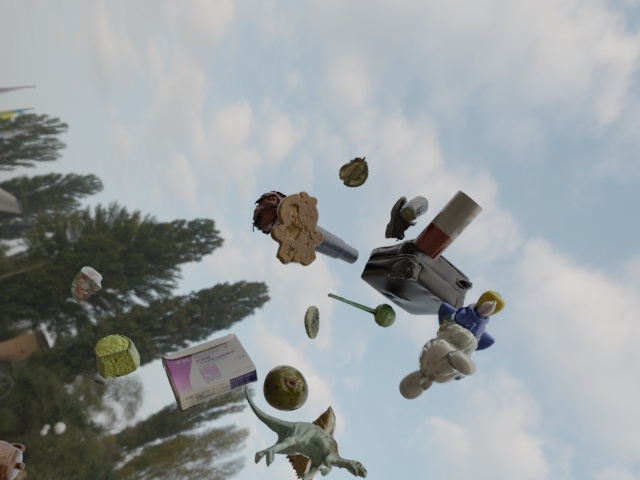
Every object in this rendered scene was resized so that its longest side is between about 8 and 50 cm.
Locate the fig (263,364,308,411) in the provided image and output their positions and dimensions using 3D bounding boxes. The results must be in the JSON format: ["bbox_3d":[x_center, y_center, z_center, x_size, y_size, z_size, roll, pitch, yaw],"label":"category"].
[{"bbox_3d":[-0.127,0.475,1.508,0.186,0.142,0.148,-45,-137,35],"label":"fig"}]

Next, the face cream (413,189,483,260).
[{"bbox_3d":[0.394,-0.045,1.478,0.214,0.096,0.096,-50,-121,9],"label":"face cream"}]

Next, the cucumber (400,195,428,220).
[{"bbox_3d":[0.296,-0.100,1.486,0.064,0.112,0.064,14,-64,29],"label":"cucumber"}]

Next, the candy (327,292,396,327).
[{"bbox_3d":[0.163,0.263,1.871,0.093,0.336,0.092,-62,-151,11],"label":"candy"}]

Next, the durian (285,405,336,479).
[{"bbox_3d":[-0.041,0.768,1.723,0.186,0.195,0.305,21,-67,2],"label":"durian"}]

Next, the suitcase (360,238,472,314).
[{"bbox_3d":[0.363,0.158,1.847,0.345,0.188,0.339,35,-26,-23],"label":"suitcase"}]

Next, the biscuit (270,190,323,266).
[{"bbox_3d":[-0.075,-0.041,1.541,0.035,0.184,0.248,-15,-108,61],"label":"biscuit"}]

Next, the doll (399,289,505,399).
[{"bbox_3d":[0.420,0.327,1.466,0.187,0.365,0.376,51,-30,-8],"label":"doll"}]

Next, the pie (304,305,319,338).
[{"bbox_3d":[-0.018,0.202,1.173,0.021,0.084,0.084,-4,-76,22],"label":"pie"}]

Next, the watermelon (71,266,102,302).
[{"bbox_3d":[-0.504,0.094,1.050,0.061,0.085,0.085,22,-53,12],"label":"watermelon"}]

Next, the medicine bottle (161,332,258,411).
[{"bbox_3d":[-0.282,0.327,1.202,0.171,0.201,0.052,40,-41,52],"label":"medicine bottle"}]

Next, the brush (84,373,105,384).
[{"bbox_3d":[-0.673,0.415,1.418,0.024,0.008,0.083,-12,-42,19],"label":"brush"}]

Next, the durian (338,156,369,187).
[{"bbox_3d":[0.136,-0.271,1.813,0.110,0.071,0.140,32,-58,-7],"label":"durian"}]

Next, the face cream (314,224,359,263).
[{"bbox_3d":[0.000,0.000,1.883,0.086,0.385,0.135,-4,-114,49],"label":"face cream"}]

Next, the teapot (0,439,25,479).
[{"bbox_3d":[-0.793,0.555,1.184,0.173,0.116,0.116,-141,-142,-79],"label":"teapot"}]

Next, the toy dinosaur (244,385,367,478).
[{"bbox_3d":[-0.079,0.485,1.160,0.393,0.206,0.092,22,-68,47],"label":"toy dinosaur"}]

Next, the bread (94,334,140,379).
[{"bbox_3d":[-0.652,0.367,1.520,0.111,0.129,0.114,50,-34,41],"label":"bread"}]

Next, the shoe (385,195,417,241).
[{"bbox_3d":[0.293,-0.070,1.679,0.099,0.071,0.169,23,-68,20],"label":"shoe"}]

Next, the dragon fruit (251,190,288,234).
[{"bbox_3d":[-0.197,-0.115,2.002,0.182,0.182,0.188,18,-82,48],"label":"dragon fruit"}]
